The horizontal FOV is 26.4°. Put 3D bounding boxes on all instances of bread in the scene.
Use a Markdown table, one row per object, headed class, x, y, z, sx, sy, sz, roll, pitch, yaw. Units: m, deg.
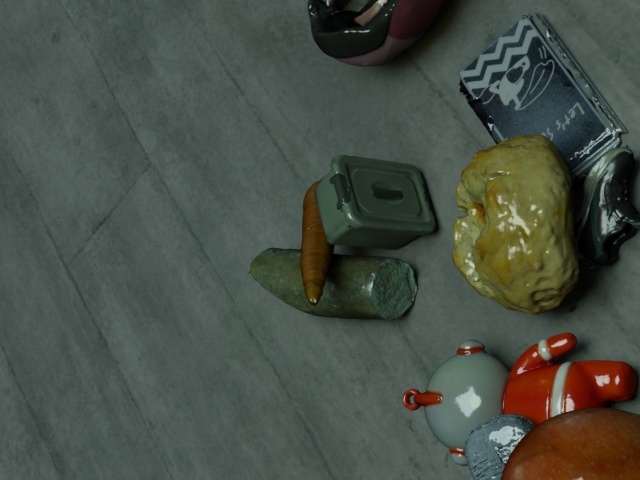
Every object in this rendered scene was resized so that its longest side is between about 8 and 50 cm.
| class | x | y | z | sx | sy | sz | roll | pitch | yaw |
| --- | --- | --- | --- | --- | --- | --- | --- | --- | --- |
| bread | 0.256 | -0.019 | 1.823 | 0.244 | 0.134 | 0.244 | -179 | 90 | -78 |

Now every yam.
| class | x | y | z | sx | sy | sz | roll | pitch | yaw |
| --- | --- | --- | --- | --- | --- | --- | --- | --- | --- |
| yam | 0.013 | 0.065 | 2.081 | 0.259 | 0.106 | 0.106 | 3 | 81 | 40 |

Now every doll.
| class | x | y | z | sx | sy | sz | roll | pitch | yaw |
| --- | --- | --- | --- | --- | --- | --- | --- | --- | --- |
| doll | 0.260 | 0.225 | 1.845 | 0.336 | 0.105 | 0.200 | -3 | 80 | 32 |

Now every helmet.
| class | x | y | z | sx | sy | sz | roll | pitch | yaw |
| --- | --- | --- | --- | --- | --- | --- | --- | --- | --- |
| helmet | 0.104 | -0.363 | 2.084 | 0.253 | 0.154 | 0.198 | -27 | 41 | 12 |

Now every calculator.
| class | x | y | z | sx | sy | sz | roll | pitch | yaw |
| --- | --- | --- | --- | --- | --- | --- | --- | --- | --- |
| calculator | 0.311 | -0.189 | 1.946 | 0.166 | 0.028 | 0.274 | -41 | 58 | 22 |

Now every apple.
| class | x | y | z | sx | sy | sz | roll | pitch | yaw |
| --- | --- | --- | --- | --- | --- | --- | --- | --- | --- |
| apple | 0.349 | 0.327 | 1.623 | 0.251 | 0.206 | 0.272 | -44 | 95 | -9 |

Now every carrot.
| class | x | y | z | sx | sy | sz | roll | pitch | yaw |
| --- | --- | --- | --- | --- | --- | --- | --- | --- | --- |
| carrot | 0.000 | 0.000 | 2.049 | 0.069 | 0.069 | 0.336 | -38 | 25 | 27 |

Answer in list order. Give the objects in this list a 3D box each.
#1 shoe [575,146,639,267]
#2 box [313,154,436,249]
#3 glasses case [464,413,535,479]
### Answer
| class | x | y | z | sx | sy | sz | roll | pitch | yaw |
| --- | --- | --- | --- | --- | --- | --- | --- | --- | --- |
| shoe | 0.394 | -0.037 | 1.814 | 0.099 | 0.071 | 0.169 | 31 | 104 | 37 |
| box | 0.073 | -0.049 | 2.026 | 0.093 | 0.172 | 0.124 | -41 | 53 | 44 |
| glasses case | 0.281 | 0.359 | 1.763 | 0.109 | 0.067 | 0.282 | -27 | 84 | 31 |
